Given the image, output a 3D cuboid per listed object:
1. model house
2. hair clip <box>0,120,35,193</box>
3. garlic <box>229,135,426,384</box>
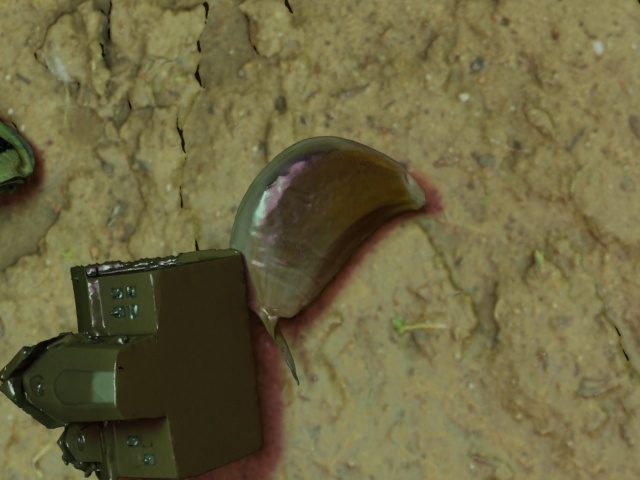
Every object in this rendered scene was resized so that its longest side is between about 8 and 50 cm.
[{"bbox_3d":[-0.196,0.110,1.185,0.248,0.176,0.181,-8,89,38],"label":"model house"},{"bbox_3d":[-0.402,-0.139,1.321,0.321,0.138,0.091,48,123,14],"label":"hair clip"},{"bbox_3d":[-0.013,0.002,1.205,0.128,0.090,0.198,35,81,7],"label":"garlic"}]
